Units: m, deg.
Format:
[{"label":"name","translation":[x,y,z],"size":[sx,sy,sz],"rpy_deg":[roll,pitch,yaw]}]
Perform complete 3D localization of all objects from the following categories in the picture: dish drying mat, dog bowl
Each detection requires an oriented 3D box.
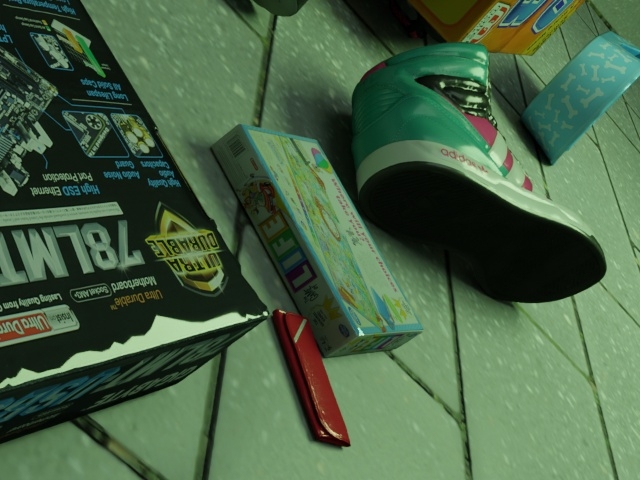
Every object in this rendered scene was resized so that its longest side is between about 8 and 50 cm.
[{"label":"dish drying mat","translation":[-0.004,0.077,0.700],"size":[0.032,0.008,0.083],"rpy_deg":[26,35,-51]},{"label":"dog bowl","translation":[0.336,-0.189,1.570],"size":[0.074,0.166,0.297],"rpy_deg":[44,22,5]}]

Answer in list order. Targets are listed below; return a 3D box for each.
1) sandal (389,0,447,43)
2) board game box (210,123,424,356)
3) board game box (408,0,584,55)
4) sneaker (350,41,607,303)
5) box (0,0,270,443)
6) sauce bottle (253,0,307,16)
[{"label":"sandal","translation":[0.100,-0.250,1.342],"size":[0.067,0.040,0.179],"rpy_deg":[45,14,-31]},{"label":"board game box","translation":[0.000,0.000,0.794],"size":[0.103,0.026,0.154],"rpy_deg":[4,53,-62]},{"label":"board game box","translation":[0.186,-0.445,1.294],"size":[0.356,0.356,0.356],"rpy_deg":[48,20,10]},{"label":"sneaker","translation":[0.124,-0.066,1.024],"size":[0.295,0.123,0.178],"rpy_deg":[29,43,-44]},{"label":"box","translation":[-0.176,-0.060,0.471],"size":[0.293,0.073,0.295],"rpy_deg":[59,22,8]},{"label":"sauce bottle","translation":[0.055,-0.325,1.015],"size":[0.111,0.344,0.111],"rpy_deg":[35,-20,15]}]
